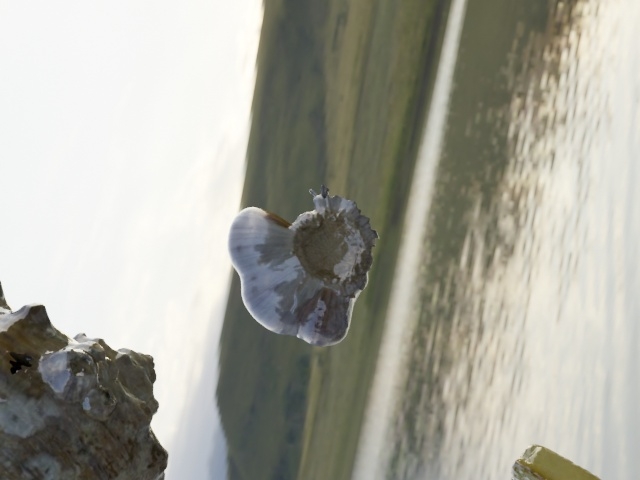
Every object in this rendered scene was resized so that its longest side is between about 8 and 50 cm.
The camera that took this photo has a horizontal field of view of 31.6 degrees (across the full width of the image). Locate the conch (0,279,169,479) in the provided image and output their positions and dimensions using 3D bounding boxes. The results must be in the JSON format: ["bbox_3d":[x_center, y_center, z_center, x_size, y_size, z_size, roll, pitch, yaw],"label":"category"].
[{"bbox_3d":[-0.297,0.138,0.946,0.352,0.297,0.210,-6,-64,-49],"label":"conch"}]

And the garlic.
[{"bbox_3d":[0.000,0.000,1.476,0.207,0.207,0.256,98,-168,-50],"label":"garlic"}]

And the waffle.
[{"bbox_3d":[0.305,0.354,1.346,0.057,0.168,0.274,-46,-30,-26],"label":"waffle"}]
